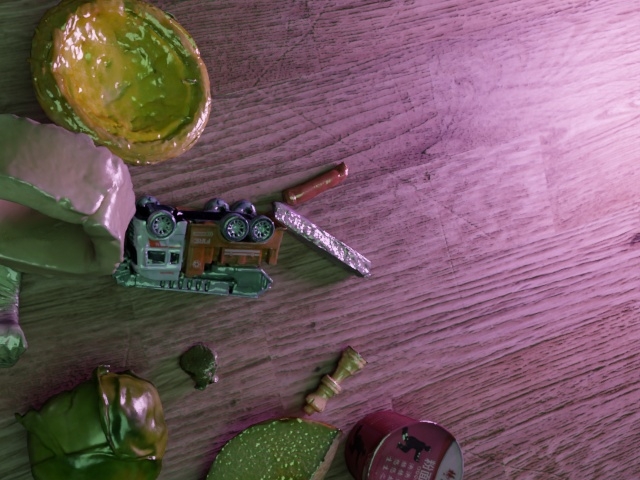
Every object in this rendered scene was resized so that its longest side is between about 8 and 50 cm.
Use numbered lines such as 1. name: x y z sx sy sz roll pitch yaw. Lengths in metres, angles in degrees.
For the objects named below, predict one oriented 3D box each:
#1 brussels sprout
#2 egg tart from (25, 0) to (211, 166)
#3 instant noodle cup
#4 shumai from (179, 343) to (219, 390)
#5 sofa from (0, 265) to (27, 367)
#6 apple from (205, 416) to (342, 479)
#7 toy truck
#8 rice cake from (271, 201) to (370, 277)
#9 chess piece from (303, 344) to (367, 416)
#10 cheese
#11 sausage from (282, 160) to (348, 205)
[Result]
1. brussels sprout: -0.418 0.365 1.779 0.259 0.227 0.294 -17 138 -9
2. egg tart: -0.372 -0.287 1.731 0.345 0.132 0.345 8 76 -33
3. instant noodle cup: 0.169 0.479 2.065 0.235 0.178 0.235 -3 99 -21
4. shumai: -0.236 0.260 1.937 0.083 0.082 0.080 -20 145 10
5. sofa: -0.618 0.109 1.663 0.210 0.225 0.176 11 97 -21
6. apple: -0.096 0.511 1.962 0.254 0.179 0.346 34 82 -35
7. toy truck: -0.250 0.019 1.854 0.338 0.133 0.184 2 106 -25
8. rice cake: 0.000 0.001 1.996 0.270 0.055 0.049 33 69 -23
9. chess piece: 0.026 0.309 2.051 0.172 0.060 0.060 -48 112 -7
10. cheese: -0.480 -0.064 1.635 0.332 0.292 0.153 16 57 -19
11. sausage: -0.006 -0.117 1.985 0.158 0.036 0.042 -29 119 -17
